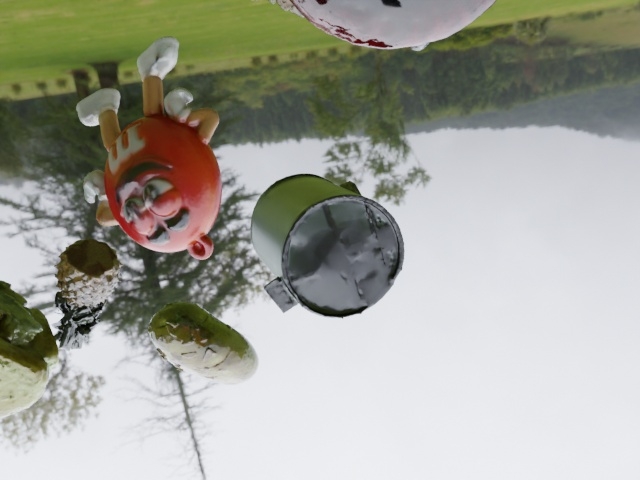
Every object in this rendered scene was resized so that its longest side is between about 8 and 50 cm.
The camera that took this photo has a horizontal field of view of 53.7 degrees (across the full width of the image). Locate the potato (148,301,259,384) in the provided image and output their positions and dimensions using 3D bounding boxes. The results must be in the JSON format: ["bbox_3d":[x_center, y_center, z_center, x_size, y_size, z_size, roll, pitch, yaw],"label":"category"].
[{"bbox_3d":[-0.263,0.247,1.451,0.176,0.298,0.141,-6,-130,50],"label":"potato"}]

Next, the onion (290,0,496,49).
[{"bbox_3d":[0.073,-0.307,0.554,0.273,0.272,0.285,-9,-165,4],"label":"onion"}]

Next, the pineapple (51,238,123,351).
[{"bbox_3d":[-0.285,0.070,0.749,0.074,0.159,0.074,18,-141,-15],"label":"pineapple"}]

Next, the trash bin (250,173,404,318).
[{"bbox_3d":[0.000,0.000,1.170,0.277,0.217,0.262,-36,-159,-8],"label":"trash bin"}]

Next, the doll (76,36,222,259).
[{"bbox_3d":[-0.174,-0.074,0.638,0.183,0.217,0.085,-26,169,28],"label":"doll"}]

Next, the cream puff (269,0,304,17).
[{"bbox_3d":[-0.033,-0.453,0.971,0.244,0.244,0.196,-5,-137,24],"label":"cream puff"}]

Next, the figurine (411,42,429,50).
[{"bbox_3d":[0.211,-0.538,1.044,0.186,0.381,0.261,3,164,14],"label":"figurine"}]

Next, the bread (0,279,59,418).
[{"bbox_3d":[-0.423,0.100,0.721,0.257,0.124,0.186,31,-170,-11],"label":"bread"}]
